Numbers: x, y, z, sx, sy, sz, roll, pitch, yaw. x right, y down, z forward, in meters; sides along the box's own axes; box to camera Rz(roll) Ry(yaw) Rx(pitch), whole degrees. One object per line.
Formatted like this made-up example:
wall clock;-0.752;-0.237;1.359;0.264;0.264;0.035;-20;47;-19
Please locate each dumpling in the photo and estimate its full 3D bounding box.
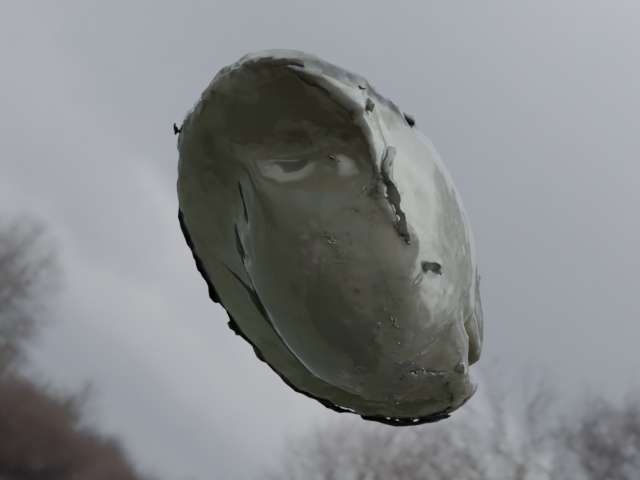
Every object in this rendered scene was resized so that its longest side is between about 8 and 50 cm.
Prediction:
dumpling;0.000;0.000;0.969;0.173;0.142;0.247;-2;-55;26
